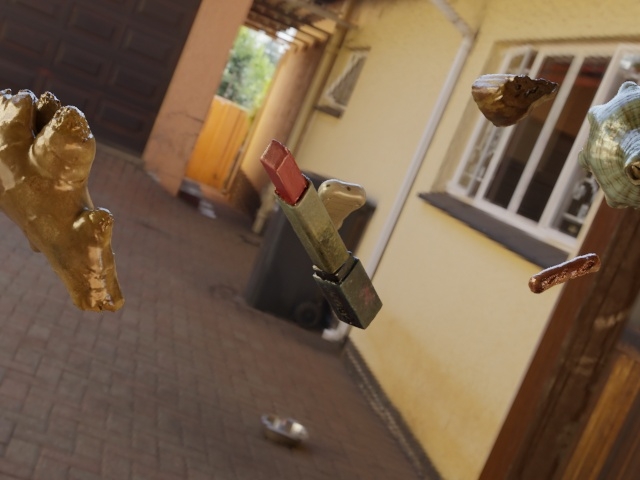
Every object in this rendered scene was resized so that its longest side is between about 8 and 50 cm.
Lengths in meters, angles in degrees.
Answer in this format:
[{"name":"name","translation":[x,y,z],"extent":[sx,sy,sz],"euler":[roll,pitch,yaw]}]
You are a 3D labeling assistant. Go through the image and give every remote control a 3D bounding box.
[{"name":"remote control","translation":[0.015,-0.052,1.351],"extent":[0.074,0.032,0.122],"euler":[12,-30,-24]}]

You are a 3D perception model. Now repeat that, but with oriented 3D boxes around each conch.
[{"name":"conch","translation":[0.495,-0.145,1.447],"extent":[0.170,0.203,0.386],"euler":[9,24,37]}]

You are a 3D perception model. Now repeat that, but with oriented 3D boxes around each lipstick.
[{"name":"lipstick","translation":[0.000,0.000,1.120],"extent":[0.051,0.051,0.312],"euler":[22,-27,39]}]

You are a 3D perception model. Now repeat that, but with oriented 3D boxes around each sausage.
[{"name":"sausage","translation":[0.430,0.055,1.565],"extent":[0.158,0.036,0.042],"euler":[-17,-16,-24]}]

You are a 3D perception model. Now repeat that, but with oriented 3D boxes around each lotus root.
[{"name":"lotus root","translation":[0.374,-0.267,1.720],"extent":[0.160,0.095,0.135],"euler":[5,1,-11]}]

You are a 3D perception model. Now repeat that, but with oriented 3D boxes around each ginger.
[{"name":"ginger","translation":[-0.390,-0.078,1.384],"extent":[0.375,0.236,0.166],"euler":[42,10,6]}]
